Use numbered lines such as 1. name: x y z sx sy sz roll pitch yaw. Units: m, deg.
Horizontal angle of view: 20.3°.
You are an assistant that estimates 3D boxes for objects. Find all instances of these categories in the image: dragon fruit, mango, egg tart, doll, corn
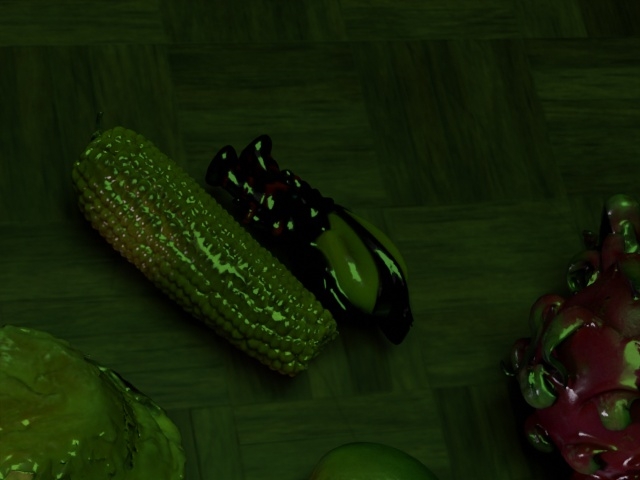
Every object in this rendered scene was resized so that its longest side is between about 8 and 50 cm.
1. dragon fruit: 0.292 0.111 1.694 0.273 0.218 0.198 -56 132 -37
2. mango: 0.071 0.259 1.594 0.191 0.085 0.122 39 55 7
3. egg tart: -0.270 0.169 1.454 0.341 0.132 0.341 6 35 -4
4. doll: 0.000 -0.001 1.716 0.127 0.088 0.249 -33 72 -30
5. corn: -0.120 0.009 1.669 0.310 0.101 0.101 45 59 5
